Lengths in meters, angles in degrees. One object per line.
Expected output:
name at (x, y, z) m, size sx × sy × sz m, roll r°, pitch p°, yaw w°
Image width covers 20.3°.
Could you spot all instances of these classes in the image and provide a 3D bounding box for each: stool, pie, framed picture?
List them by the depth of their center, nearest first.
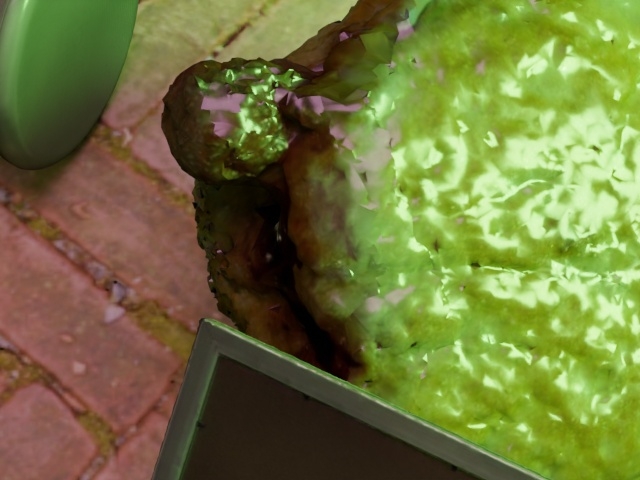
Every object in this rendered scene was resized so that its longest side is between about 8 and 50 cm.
framed picture at (-0.005, 0.212, 0.998) m, size 0.231 × 0.293 × 0.018 m, roll 25°, pitch 23°, yaw 13°
pie at (0.123, 0.031, 1.099) m, size 0.395 × 0.180 × 0.418 m, roll -27°, pitch 95°, yaw -23°
stool at (-0.253, -0.165, 1.256) m, size 0.198 × 0.195 × 0.195 m, roll 17°, pitch 59°, yaw 16°
